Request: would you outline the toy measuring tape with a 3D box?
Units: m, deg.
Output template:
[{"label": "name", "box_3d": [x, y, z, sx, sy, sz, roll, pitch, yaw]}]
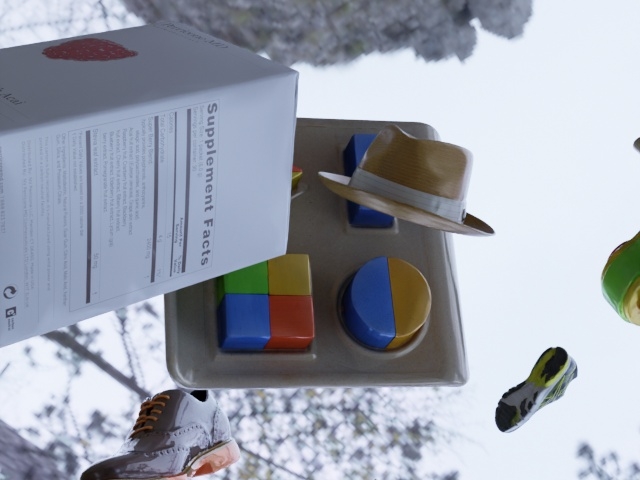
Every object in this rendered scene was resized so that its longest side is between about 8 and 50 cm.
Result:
[{"label": "toy measuring tape", "box_3d": [0.404, 0.014, 1.562, 0.121, 0.330, 0.121, -13, -134, 14]}]

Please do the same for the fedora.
[{"label": "fedora", "box_3d": [0.091, -0.063, 1.176, 0.194, 0.194, 0.079, 23, -81, 38]}]

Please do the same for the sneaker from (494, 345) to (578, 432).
[{"label": "sneaker", "box_3d": [0.172, 0.122, 0.967, 0.083, 0.035, 0.031, -49, -139, 12]}]

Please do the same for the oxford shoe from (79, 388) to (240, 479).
[{"label": "oxford shoe", "box_3d": [-0.235, 0.281, 1.695, 0.130, 0.364, 0.132, -17, -95, 18]}]

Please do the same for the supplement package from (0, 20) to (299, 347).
[{"label": "supplement package", "box_3d": [-0.185, -0.060, 1.006, 0.293, 0.175, 0.177, -19, -146, -41]}]

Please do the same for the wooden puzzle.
[{"label": "wooden puzzle", "box_3d": [0.000, 0.000, 1.350, 0.348, 0.080, 0.322, 3, -113, -18]}]

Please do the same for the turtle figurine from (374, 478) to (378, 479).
[{"label": "turtle figurine", "box_3d": [0.119, 0.383, 1.375, 0.234, 0.118, 0.175, 45, -113, 1]}]
